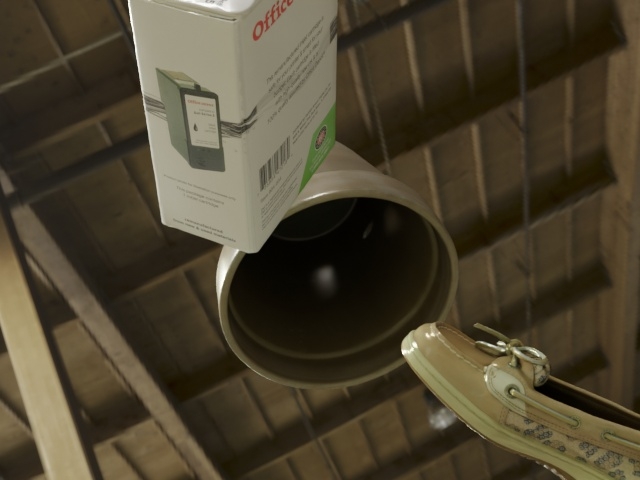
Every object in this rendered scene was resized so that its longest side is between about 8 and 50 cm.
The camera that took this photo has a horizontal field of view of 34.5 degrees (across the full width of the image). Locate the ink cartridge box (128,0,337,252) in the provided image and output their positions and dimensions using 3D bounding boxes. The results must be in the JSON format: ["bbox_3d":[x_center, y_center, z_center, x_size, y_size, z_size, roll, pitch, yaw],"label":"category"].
[{"bbox_3d":[-0.072,-0.158,0.996,0.273,0.114,0.198,90,-155,-44],"label":"ink cartridge box"}]

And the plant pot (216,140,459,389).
[{"bbox_3d":[0.000,0.000,1.450,0.323,0.280,0.323,-7,-56,-10],"label":"plant pot"}]

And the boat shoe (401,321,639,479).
[{"bbox_3d":[0.204,0.141,0.874,0.089,0.285,0.104,-61,-8,16],"label":"boat shoe"}]
